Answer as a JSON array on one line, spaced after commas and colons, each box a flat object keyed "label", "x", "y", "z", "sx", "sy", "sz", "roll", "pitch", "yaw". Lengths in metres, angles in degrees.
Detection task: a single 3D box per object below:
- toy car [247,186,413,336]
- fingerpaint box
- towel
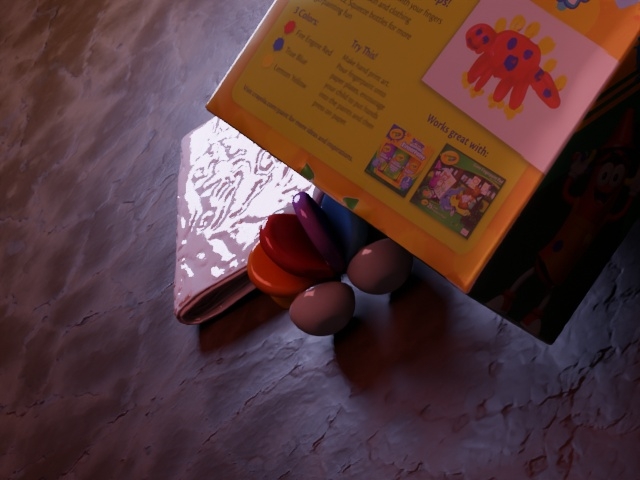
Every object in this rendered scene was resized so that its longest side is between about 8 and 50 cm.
[{"label": "toy car", "x": 0.000, "y": 0.000, "z": 2.166, "sx": 0.182, "sy": 0.136, "sz": 0.159, "roll": -36, "pitch": 54, "yaw": 14}, {"label": "fingerpaint box", "x": 0.151, "y": -0.169, "z": 1.958, "sx": 0.445, "sy": 0.163, "sz": 0.371, "roll": 35, "pitch": 93, "yaw": 45}, {"label": "towel", "x": -0.048, "y": -0.081, "z": 2.422, "sx": 0.317, "sy": 0.053, "sz": 0.332, "roll": -30, "pitch": 36, "yaw": 22}]
